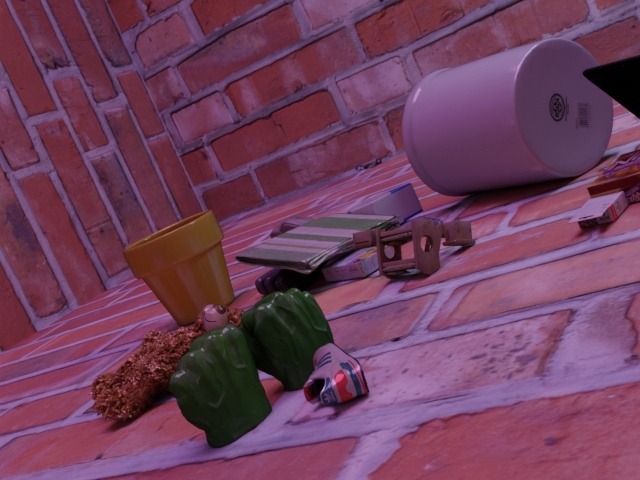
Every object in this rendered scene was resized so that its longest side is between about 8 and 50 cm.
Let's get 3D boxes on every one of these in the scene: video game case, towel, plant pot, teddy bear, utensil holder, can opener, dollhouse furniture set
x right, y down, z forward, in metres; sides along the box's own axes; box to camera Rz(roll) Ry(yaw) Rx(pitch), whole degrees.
[{"bbox_3d":[0.215,-0.024,1.865,0.119,0.015,0.166,-25,9,-8],"label":"video game case"},{"bbox_3d":[0.000,0.000,1.821,0.248,0.038,0.325,5,24,45],"label":"towel"},{"bbox_3d":[-0.345,0.079,1.999,0.254,0.239,0.254,-23,9,4],"label":"plant pot"},{"bbox_3d":[-0.274,0.216,1.438,0.338,0.113,0.245,-24,11,0],"label":"teddy bear"},{"bbox_3d":[0.429,-0.280,1.821,0.327,0.327,0.385,-28,12,-26],"label":"utensil holder"},{"bbox_3d":[-0.058,0.045,1.962,0.074,0.093,0.280,-13,19,48],"label":"can opener"},{"bbox_3d":[0.185,0.024,1.533,0.161,0.101,0.182,0,-8,-36],"label":"dollhouse furniture set"}]

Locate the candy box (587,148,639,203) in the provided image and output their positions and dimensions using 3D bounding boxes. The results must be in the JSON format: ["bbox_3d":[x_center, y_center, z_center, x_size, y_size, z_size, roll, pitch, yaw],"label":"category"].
[{"bbox_3d":[0.564,-0.118,1.383,0.109,0.053,0.187,-16,10,44],"label":"candy box"}]

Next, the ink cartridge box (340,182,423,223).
[{"bbox_3d":[0.141,-0.065,2.019,0.148,0.086,0.203,-29,4,-33],"label":"ink cartridge box"}]

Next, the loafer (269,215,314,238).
[{"bbox_3d":[-0.059,-0.032,2.314,0.111,0.112,0.319,-36,12,-18],"label":"loafer"}]

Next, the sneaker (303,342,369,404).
[{"bbox_3d":[0.004,0.185,1.055,0.075,0.057,0.161,-21,10,-17],"label":"sneaker"}]

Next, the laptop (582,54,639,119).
[{"bbox_3d":[0.770,-0.301,1.371,0.236,0.408,0.382,-59,14,-5],"label":"laptop"}]

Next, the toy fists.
[{"bbox_3d":[-0.097,0.170,1.135,0.279,0.142,0.096,-30,11,-36],"label":"toy fists"}]

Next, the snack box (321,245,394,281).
[{"bbox_3d":[0.082,0.050,1.701,0.100,0.037,0.141,-28,9,-34],"label":"snack box"}]

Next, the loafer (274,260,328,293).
[{"bbox_3d":[-0.048,0.073,1.822,0.078,0.076,0.223,-36,3,33],"label":"loafer"}]

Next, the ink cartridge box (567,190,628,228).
[{"bbox_3d":[0.463,-0.044,1.293,0.063,0.029,0.115,-15,14,42],"label":"ink cartridge box"}]
